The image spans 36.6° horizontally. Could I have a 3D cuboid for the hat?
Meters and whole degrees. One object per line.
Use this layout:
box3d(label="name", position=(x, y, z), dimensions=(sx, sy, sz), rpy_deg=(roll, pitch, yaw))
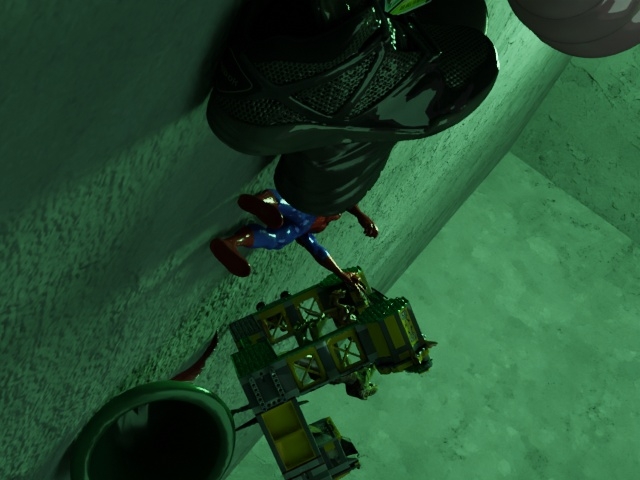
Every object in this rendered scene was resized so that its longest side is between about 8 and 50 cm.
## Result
box3d(label="hat", position=(-0.202, 0.196, 1.092), dimensions=(0.209, 0.183, 0.172), rpy_deg=(18, 102, -35))

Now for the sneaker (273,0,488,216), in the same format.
box3d(label="sneaker", position=(0.068, -0.148, 0.893), dimensions=(0.286, 0.109, 0.130), rpy_deg=(-51, 165, -20))

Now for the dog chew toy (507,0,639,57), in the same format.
box3d(label="dog chew toy", position=(0.312, -0.325, 1.156), dimensions=(0.206, 0.207, 0.332), rpy_deg=(-56, 162, 22))

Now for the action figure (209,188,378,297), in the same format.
box3d(label="action figure", position=(0.000, 0.000, 1.026), dimensions=(0.091, 0.139, 0.280), rpy_deg=(-54, 173, 17))

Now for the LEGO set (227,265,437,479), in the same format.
box3d(label="LEGO set", position=(0.016, 0.175, 1.162), dimensions=(0.255, 0.192, 0.331), rpy_deg=(-26, -168, -15))

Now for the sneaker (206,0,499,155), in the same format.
box3d(label="sneaker", position=(0.040, -0.134, 0.655), dimensions=(0.228, 0.087, 0.130), rpy_deg=(-10, 145, -25))

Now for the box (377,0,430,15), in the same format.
box3d(label="box", position=(0.064, -0.227, 0.758), dimensions=(0.207, 0.036, 0.114), rpy_deg=(-39, 164, -55))
